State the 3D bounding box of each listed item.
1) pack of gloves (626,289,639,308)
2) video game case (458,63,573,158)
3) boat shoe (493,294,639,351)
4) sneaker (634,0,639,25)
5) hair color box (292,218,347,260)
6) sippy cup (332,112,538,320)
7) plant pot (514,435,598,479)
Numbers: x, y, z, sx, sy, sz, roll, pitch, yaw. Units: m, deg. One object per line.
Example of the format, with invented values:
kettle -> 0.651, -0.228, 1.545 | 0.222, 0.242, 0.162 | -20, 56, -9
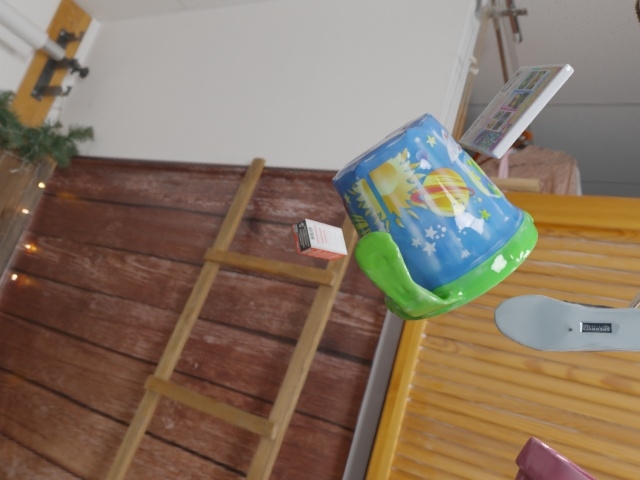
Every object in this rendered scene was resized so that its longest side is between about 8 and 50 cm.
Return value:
pack of gloves -> 0.699, 0.129, 1.138 | 0.046, 0.195, 0.232 | 35, -27, 26
video game case -> 0.291, -0.199, 0.815 | 0.019, 0.157, 0.143 | 37, 10, -15
boat shoe -> 0.303, 0.107, 0.647 | 0.183, 0.065, 0.083 | 5, -11, 14
sneaker -> 0.593, -0.336, 0.870 | 0.185, 0.069, 0.084 | 47, -10, -16
hair color box -> 0.000, 0.000, 1.227 | 0.043, 0.072, 0.141 | -24, -23, 31
sippy cup -> 0.143, -0.044, 0.754 | 0.224, 0.240, 0.305 | 54, 1, -8
plant pot -> 0.370, 0.441, 0.828 | 0.201, 0.180, 0.201 | 35, -2, 2
